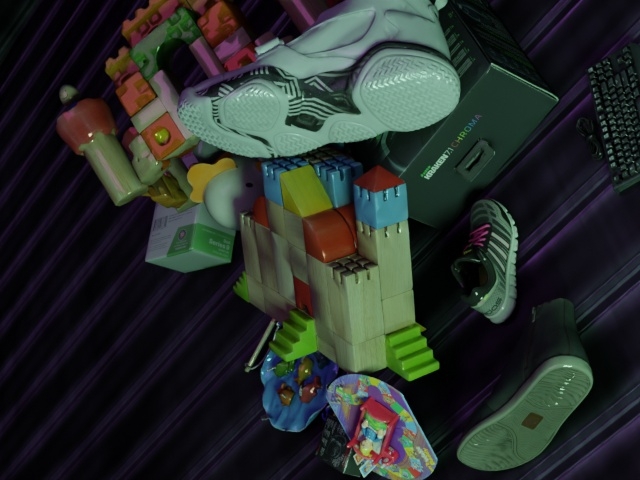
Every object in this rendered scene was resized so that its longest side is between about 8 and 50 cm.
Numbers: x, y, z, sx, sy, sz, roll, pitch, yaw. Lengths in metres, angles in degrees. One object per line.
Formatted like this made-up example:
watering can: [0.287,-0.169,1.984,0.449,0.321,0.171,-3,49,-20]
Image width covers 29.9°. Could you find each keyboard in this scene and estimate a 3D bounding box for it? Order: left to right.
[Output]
keyboard: [0.349,-0.142,1.425,0.108,0.023,0.180,-36,46,40]

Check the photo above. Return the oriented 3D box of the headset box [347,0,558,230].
headset box: [0.156,-0.191,1.622,0.246,0.131,0.283,-52,38,25]

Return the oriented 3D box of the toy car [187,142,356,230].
toy car: [-0.082,-0.076,1.801,0.210,0.238,0.219,-44,42,33]

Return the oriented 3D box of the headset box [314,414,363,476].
headset box: [0.034,0.282,1.641,0.083,0.032,0.062,16,88,55]

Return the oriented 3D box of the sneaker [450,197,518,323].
sneaker: [0.202,0.017,1.503,0.063,0.075,0.170,-28,52,45]

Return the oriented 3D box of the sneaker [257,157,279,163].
sneaker: [-0.035,-0.171,1.938,0.190,0.071,0.083,-53,43,24]

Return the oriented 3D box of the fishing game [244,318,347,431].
fishing game: [-0.039,0.192,1.784,0.189,0.041,0.264,-62,35,7]

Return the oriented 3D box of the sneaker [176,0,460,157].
sneaker: [-0.001,-0.234,1.546,0.366,0.137,0.210,-7,55,16]

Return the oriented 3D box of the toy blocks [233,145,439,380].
toy blocks: [0.000,0.000,1.585,0.381,0.191,0.261,29,131,54]

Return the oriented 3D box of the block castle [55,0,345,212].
block castle: [-0.155,-0.250,1.799,0.453,0.303,0.213,-36,79,15]

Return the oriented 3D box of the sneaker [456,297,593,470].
sneaker: [0.237,0.172,1.393,0.222,0.083,0.118,-51,19,37]

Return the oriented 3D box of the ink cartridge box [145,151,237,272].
ink cartridge box: [-0.217,-0.062,2.113,0.154,0.093,0.212,-14,64,50]

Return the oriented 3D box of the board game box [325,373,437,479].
board game box: [0.068,0.246,1.509,0.133,0.168,0.033,-12,22,46]
